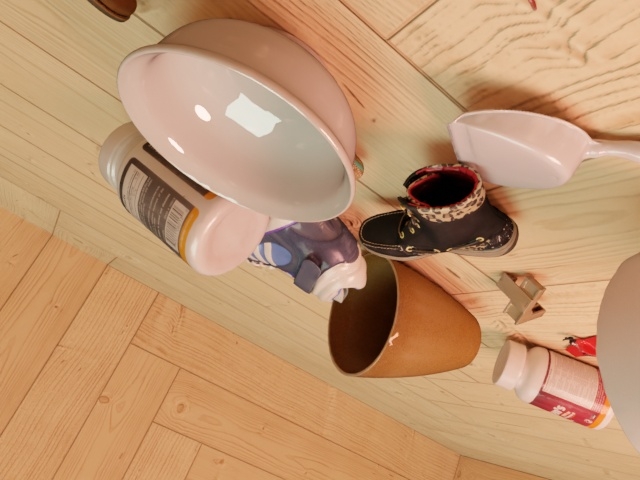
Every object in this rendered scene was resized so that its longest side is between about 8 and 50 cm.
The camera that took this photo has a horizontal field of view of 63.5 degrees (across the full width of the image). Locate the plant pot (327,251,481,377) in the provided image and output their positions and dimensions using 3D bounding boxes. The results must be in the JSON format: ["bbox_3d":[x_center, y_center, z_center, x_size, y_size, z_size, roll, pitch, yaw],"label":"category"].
[{"bbox_3d":[0.182,0.167,1.016,0.254,0.237,0.237,17,162,-24],"label":"plant pot"}]

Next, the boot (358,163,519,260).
[{"bbox_3d":[0.133,-0.038,0.708,0.236,0.085,0.178,0,160,32],"label":"boot"}]

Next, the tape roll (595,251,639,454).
[{"bbox_3d":[0.440,0.126,0.537,0.286,0.286,0.100,27,157,-6],"label":"tape roll"}]

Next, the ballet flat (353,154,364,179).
[{"bbox_3d":[-0.013,-0.097,0.788,0.067,0.073,0.206,23,166,-36],"label":"ballet flat"}]

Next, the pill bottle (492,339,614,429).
[{"bbox_3d":[0.485,0.296,1.080,0.221,0.121,0.121,20,157,10],"label":"pill bottle"}]

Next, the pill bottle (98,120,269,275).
[{"bbox_3d":[-0.230,-0.079,0.851,0.278,0.162,0.162,36,164,26],"label":"pill bottle"}]

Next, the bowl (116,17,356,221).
[{"bbox_3d":[-0.075,-0.157,0.623,0.298,0.134,0.298,21,158,9],"label":"bowl"}]

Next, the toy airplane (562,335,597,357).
[{"bbox_3d":[0.532,0.217,0.978,0.151,0.028,0.151,21,156,10],"label":"toy airplane"}]

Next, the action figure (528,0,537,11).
[{"bbox_3d":[0.134,-0.246,0.264,0.139,0.091,0.280,37,156,-5],"label":"action figure"}]

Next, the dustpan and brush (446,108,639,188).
[{"bbox_3d":[0.254,-0.094,0.548,0.211,0.060,0.147,21,172,28],"label":"dustpan and brush"}]

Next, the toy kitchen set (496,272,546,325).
[{"bbox_3d":[0.350,0.085,0.880,0.068,0.075,0.083,53,138,38],"label":"toy kitchen set"}]

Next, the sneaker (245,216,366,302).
[{"bbox_3d":[-0.055,0.038,0.978,0.323,0.130,0.236,-15,115,50],"label":"sneaker"}]

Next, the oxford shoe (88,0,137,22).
[{"bbox_3d":[-0.238,-0.313,0.539,0.076,0.076,0.212,-19,162,2],"label":"oxford shoe"}]
